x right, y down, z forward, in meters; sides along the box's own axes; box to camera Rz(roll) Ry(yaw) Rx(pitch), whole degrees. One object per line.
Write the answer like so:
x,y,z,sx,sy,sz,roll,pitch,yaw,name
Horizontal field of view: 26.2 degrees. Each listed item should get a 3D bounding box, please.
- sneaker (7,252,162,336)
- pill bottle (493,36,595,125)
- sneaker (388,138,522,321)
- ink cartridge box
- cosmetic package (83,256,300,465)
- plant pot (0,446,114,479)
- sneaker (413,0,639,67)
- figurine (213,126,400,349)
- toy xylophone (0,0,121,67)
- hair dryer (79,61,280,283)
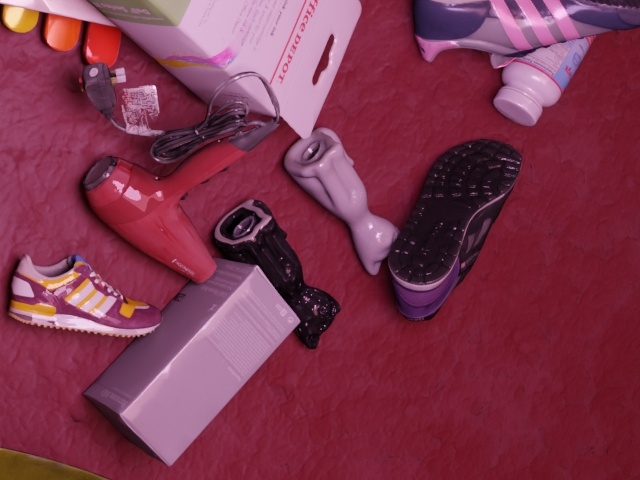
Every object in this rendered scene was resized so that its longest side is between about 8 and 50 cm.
-0.264,0.061,1.590,0.186,0.069,0.083,7,97,-31,sneaker
0.302,-0.239,1.873,0.087,0.087,0.160,37,78,-28,pill bottle
0.174,-0.014,1.836,0.283,0.107,0.124,-51,155,-30,sneaker
-0.106,-0.280,1.563,0.353,0.119,0.207,40,67,-52,ink cartridge box
-0.153,0.140,1.632,0.238,0.127,0.107,-46,116,-20,cosmetic package
-0.382,0.408,1.389,0.367,0.366,0.353,15,88,-30,plant pot
0.276,-0.290,1.805,0.319,0.112,0.131,4,127,-5,sneaker
0.000,0.000,1.736,0.215,0.092,0.209,-48,124,-18,figurine
-0.302,-0.335,1.514,0.323,0.081,0.236,17,89,-30,toy xylophone
-0.162,-0.064,1.567,0.224,0.080,0.293,7,131,7,hair dryer
